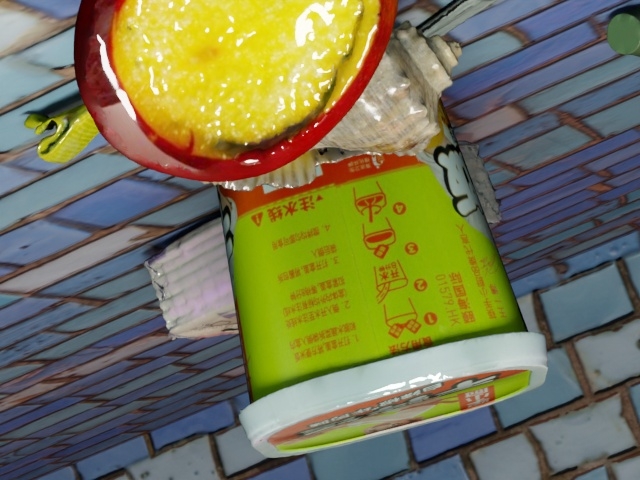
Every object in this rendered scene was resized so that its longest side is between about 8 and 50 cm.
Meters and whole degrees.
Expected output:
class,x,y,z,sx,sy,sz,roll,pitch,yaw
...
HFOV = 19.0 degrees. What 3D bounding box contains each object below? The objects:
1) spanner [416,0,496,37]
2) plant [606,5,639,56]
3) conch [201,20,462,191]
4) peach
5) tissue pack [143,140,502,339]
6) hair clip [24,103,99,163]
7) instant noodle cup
class,x,y,z,sx,sy,sz,roll,pitch,yaw
spanner,0.085,-0.174,1.702,0.071,0.017,0.302,-11,167,-42
plant,0.325,-0.209,1.897,0.051,0.051,0.102,-29,172,39
conch,-0.005,-0.102,1.478,0.245,0.163,0.178,-22,135,5
peach,-0.051,-0.136,1.171,0.196,0.190,0.226,-4,170,-28
tissue pack,0.000,0.000,2.137,0.343,0.125,0.242,-25,170,34
hair clip,-0.150,-0.114,1.491,0.173,0.046,0.072,-25,172,16
instant noodle cup,0.033,0.004,1.657,0.293,0.308,0.294,-13,168,-3
